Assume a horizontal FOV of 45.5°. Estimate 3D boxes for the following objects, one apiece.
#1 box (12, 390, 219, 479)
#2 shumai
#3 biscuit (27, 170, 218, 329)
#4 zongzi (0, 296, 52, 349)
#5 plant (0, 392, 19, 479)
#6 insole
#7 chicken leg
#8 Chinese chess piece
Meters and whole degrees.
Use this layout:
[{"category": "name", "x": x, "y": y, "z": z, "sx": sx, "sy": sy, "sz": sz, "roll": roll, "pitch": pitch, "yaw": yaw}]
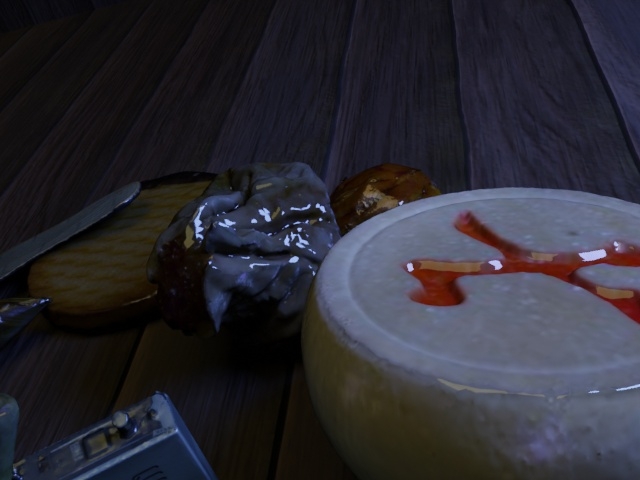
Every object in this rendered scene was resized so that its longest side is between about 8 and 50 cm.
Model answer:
[{"category": "box", "x": -0.205, "y": 0.226, "z": 0.558, "sx": 0.270, "sy": 0.211, "sz": 0.045, "roll": -26, "pitch": 48, "yaw": -9}, {"category": "shumai", "x": -0.073, "y": -0.003, "z": 0.765, "sx": 0.183, "sy": 0.185, "sz": 0.218, "roll": -5, "pitch": 70, "yaw": 17}, {"category": "biscuit", "x": -0.239, "y": 0.004, "z": 1.026, "sx": 0.317, "sy": 0.040, "sz": 0.318, "roll": -14, "pitch": 33, "yaw": 10}, {"category": "zongzi", "x": -0.416, "y": 0.144, "z": 0.879, "sx": 0.184, "sy": 0.084, "sz": 0.187, "roll": -12, "pitch": 38, "yaw": 10}, {"category": "plant", "x": -0.211, "y": 0.258, "z": 0.432, "sx": 0.261, "sy": 0.297, "sz": 0.306, "roll": -24, "pitch": 12, "yaw": 12}, {"category": "insole", "x": -0.398, "y": 0.010, "z": 1.062, "sx": 0.348, "sy": 0.009, "sz": 0.119, "roll": -29, "pitch": 26, "yaw": 5}, {"category": "chicken leg", "x": 0.000, "y": 0.000, "z": 0.885, "sx": 0.304, "sy": 0.093, "sz": 0.113, "roll": -26, "pitch": 47, "yaw": -2}, {"category": "Chinese chess piece", "x": 0.154, "y": 0.077, "z": 0.585, "sx": 0.337, "sy": 0.141, "sz": 0.338, "roll": -3, "pitch": 25, "yaw": 2}]
